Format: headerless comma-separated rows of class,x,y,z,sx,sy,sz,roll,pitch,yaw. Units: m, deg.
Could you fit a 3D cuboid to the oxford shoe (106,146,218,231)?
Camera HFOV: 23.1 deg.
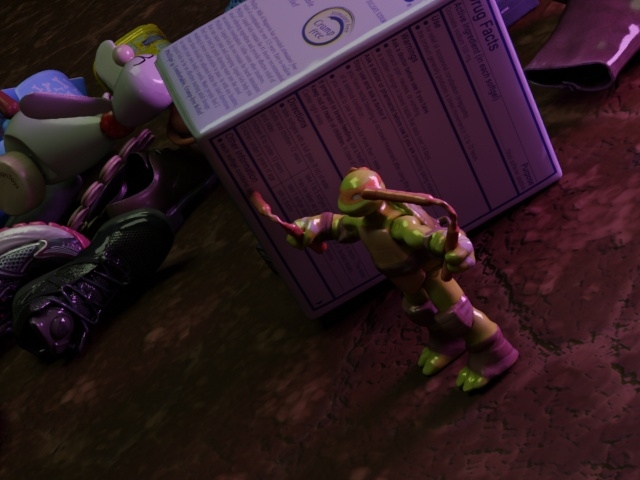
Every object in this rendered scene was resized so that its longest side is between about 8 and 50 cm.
oxford shoe,-0.187,-0.087,1.936,0.082,0.096,0.227,-15,29,39

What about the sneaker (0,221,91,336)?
sneaker,-0.399,0.082,1.893,0.299,0.121,0.112,-30,53,9

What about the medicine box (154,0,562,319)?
medicine box,0.041,-0.115,1.451,0.289,0.263,0.149,-30,43,0

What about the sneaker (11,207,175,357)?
sneaker,-0.258,0.058,1.775,0.227,0.087,0.130,-32,26,12

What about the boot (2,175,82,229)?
boot,-0.371,-0.017,2.078,0.189,0.076,0.208,-10,27,38

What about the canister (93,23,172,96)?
canister,-0.268,-0.257,2.369,0.126,0.073,0.170,-37,26,-5

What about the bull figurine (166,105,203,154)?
bull figurine,-0.047,-0.208,1.896,0.310,0.101,0.188,-48,50,-8

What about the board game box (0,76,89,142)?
board game box,-0.552,-0.157,2.357,0.302,0.086,0.308,-11,4,41

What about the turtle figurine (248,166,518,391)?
turtle figurine,0.065,0.016,1.293,0.087,0.217,0.269,-47,27,-26

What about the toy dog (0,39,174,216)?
toy dog,-0.317,-0.174,1.986,0.333,0.161,0.220,-34,7,24

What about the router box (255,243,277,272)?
router box,0.000,0.000,1.616,0.092,0.038,0.122,-42,25,-16

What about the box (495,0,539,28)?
box,0.144,-0.301,1.842,0.156,0.158,0.093,-38,25,-7

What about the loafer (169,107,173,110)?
loafer,-0.094,-0.223,2.072,0.268,0.102,0.092,-5,27,26

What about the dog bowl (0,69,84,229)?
dog bowl,-0.426,-0.109,2.198,0.074,0.166,0.297,32,62,23

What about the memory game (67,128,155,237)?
memory game,-0.268,-0.066,1.981,0.186,0.012,0.186,-54,-2,-3

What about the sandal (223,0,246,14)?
sandal,-0.079,-0.326,2.190,0.317,0.138,0.126,-35,27,3

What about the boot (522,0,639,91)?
boot,0.273,-0.241,1.655,0.207,0.090,0.248,-43,30,-24
